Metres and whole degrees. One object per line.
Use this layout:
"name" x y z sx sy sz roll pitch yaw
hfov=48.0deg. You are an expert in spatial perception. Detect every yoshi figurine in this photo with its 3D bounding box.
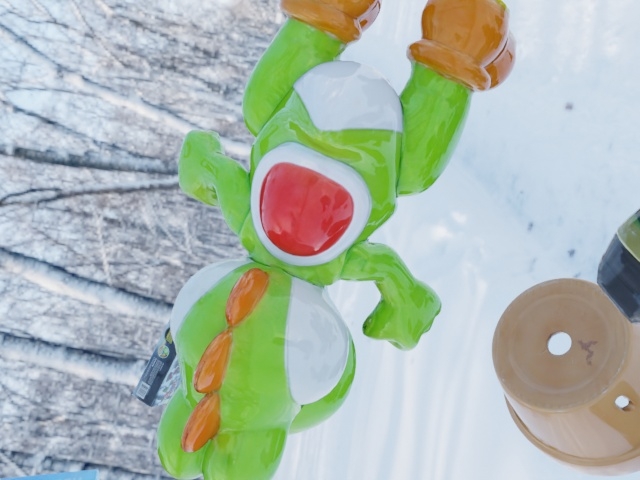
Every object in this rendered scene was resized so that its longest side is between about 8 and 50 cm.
"yoshi figurine" -0.005 -0.002 0.513 0.204 0.203 0.362 25 92 52

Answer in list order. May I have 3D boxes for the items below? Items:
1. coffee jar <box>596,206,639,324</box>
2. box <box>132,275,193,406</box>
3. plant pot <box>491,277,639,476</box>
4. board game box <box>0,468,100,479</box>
"coffee jar" 0.238 -0.026 0.391 0.184 0.096 0.079 -63 26 27
"box" -0.134 0.105 0.756 0.137 0.027 0.094 -63 -18 4
"plant pot" 0.387 0.183 1.073 0.203 0.291 0.290 37 -129 -44
"board game box" -0.419 0.364 0.798 0.242 0.317 0.064 -124 34 -70
